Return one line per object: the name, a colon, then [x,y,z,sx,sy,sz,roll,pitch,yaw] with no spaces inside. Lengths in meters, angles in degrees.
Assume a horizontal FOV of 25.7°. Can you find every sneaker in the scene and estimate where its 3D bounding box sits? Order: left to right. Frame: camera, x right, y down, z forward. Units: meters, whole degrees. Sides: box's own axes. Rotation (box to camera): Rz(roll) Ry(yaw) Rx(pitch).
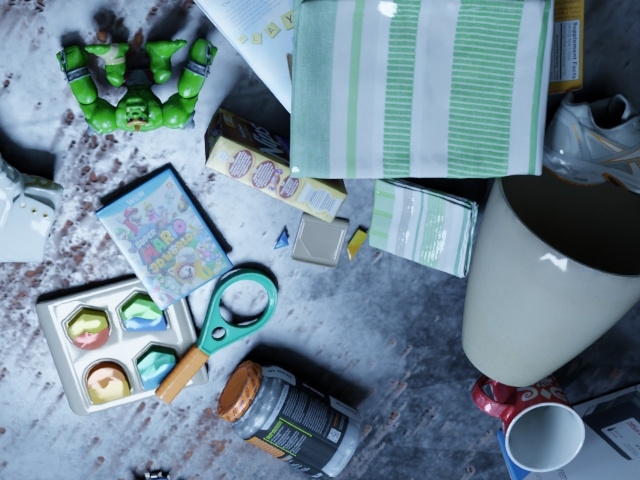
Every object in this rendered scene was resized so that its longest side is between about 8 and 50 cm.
sneaker: [-0.420,-0.095,1.826,0.169,0.108,0.292,-1,125,-7]
sneaker: [0.413,-0.130,1.864,0.263,0.099,0.121,5,117,-28]

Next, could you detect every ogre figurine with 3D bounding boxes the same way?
ogre figurine: [-0.231,-0.196,1.801,0.197,0.097,0.118,-7,98,-19]

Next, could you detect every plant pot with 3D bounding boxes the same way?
plant pot: [0.302,0.061,1.906,0.257,0.256,0.274,16,126,-13]

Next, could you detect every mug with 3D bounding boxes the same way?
mug: [0.293,0.224,2.003,0.113,0.169,0.150,-34,113,11]

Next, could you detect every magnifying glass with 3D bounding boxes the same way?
magnifying glass: [-0.150,0.136,1.977,0.092,0.026,0.231,38,97,-26]

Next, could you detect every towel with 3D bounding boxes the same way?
towel: [0.136,-0.019,1.909,0.152,0.023,0.113,18,116,25]
towel: [0.126,-0.196,1.760,0.325,0.038,0.247,0,106,-4]

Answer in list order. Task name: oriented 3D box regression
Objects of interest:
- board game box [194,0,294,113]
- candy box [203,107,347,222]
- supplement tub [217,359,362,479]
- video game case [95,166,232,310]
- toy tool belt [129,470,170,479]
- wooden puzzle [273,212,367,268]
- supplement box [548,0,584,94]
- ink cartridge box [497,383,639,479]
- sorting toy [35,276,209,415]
board game box: [0.033,-0.322,1.777,0.319,0.066,0.318,-36,114,11]
candy box: [-0.061,-0.100,1.849,0.187,0.109,0.053,23,111,-16]
supplement tub: [-0.045,0.255,2.014,0.190,0.117,0.117,32,108,-19]
video game case: [-0.212,-0.001,1.916,0.119,0.015,0.166,-31,108,2]
toy tool belt: [-0.244,0.368,2.085,0.083,0.052,0.051,-11,124,-1]
wooden puzzle: [0.000,0.000,1.956,0.116,0.014,0.078,18,108,-14]
supplement box: [0.294,-0.309,1.804,0.080,0.078,0.233,-5,116,-7]
ink cartridge box: [0.485,0.346,2.016,0.395,0.285,0.166,-19,115,3]
sorting toy: [-0.279,0.150,1.985,0.208,0.038,0.193,-13,116,1]
